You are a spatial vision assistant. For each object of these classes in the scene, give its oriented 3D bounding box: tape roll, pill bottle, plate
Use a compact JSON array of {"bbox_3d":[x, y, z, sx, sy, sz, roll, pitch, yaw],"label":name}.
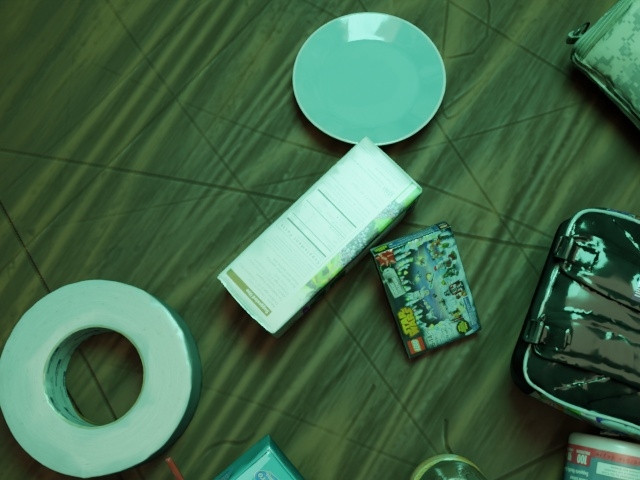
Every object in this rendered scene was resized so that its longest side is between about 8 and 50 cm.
[{"bbox_3d":[-0.250,0.157,0.960,0.219,0.072,0.219,0,80,2],"label":"tape roll"},{"bbox_3d":[0.310,0.305,0.899,0.108,0.108,0.180,11,79,3],"label":"pill bottle"},{"bbox_3d":[0.059,-0.197,1.032,0.188,0.024,0.188,0,70,0],"label":"plate"}]

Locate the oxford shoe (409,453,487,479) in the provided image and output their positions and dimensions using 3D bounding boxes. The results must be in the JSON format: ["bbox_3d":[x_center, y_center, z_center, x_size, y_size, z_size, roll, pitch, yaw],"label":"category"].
[{"bbox_3d":[0.191,0.405,0.870,0.130,0.133,0.364,-27,80,-4],"label":"oxford shoe"}]

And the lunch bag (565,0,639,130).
[{"bbox_3d":[0.469,-0.200,0.949,0.256,0.212,0.305,-43,80,11],"label":"lunch bag"}]

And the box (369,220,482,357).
[{"bbox_3d":[0.122,0.057,0.961,0.094,0.027,0.137,-21,108,-2],"label":"box"}]

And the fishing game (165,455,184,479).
[{"bbox_3d":[-0.242,0.364,0.934,0.264,0.041,0.189,-31,92,-3],"label":"fishing game"}]

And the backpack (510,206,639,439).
[{"bbox_3d":[0.349,0.104,0.893,0.253,0.191,0.225,19,83,12],"label":"backpack"}]

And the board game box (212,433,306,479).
[{"bbox_3d":[-0.105,0.415,0.885,0.336,0.079,0.254,-39,91,-5],"label":"board game box"}]

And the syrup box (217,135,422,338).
[{"bbox_3d":[0.000,0.000,0.971,0.237,0.093,0.096,-45,82,-6],"label":"syrup box"}]
